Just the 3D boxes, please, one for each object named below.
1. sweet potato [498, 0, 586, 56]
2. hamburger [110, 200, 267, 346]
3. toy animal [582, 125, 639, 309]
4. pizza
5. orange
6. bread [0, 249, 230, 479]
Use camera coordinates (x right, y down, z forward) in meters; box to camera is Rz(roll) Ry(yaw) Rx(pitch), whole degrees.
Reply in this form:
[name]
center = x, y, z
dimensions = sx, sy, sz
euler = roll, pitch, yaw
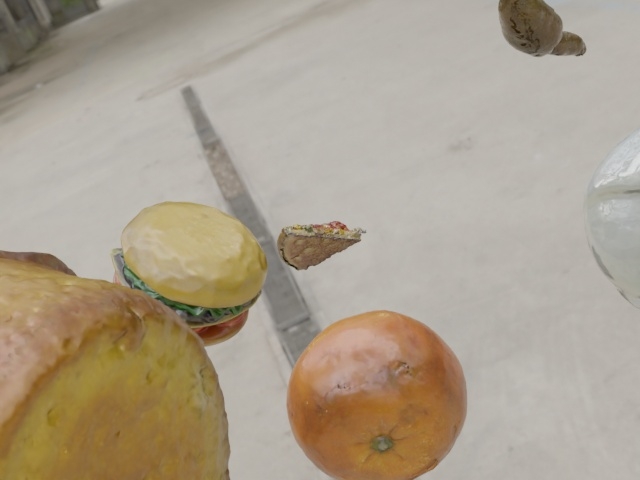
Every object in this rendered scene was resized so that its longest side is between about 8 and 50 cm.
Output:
[sweet potato]
center = 0.303, -0.288, 1.337
dimensions = 0.074, 0.075, 0.269
euler = -11, -14, 34
[hamburger]
center = -0.135, 0.034, 0.983
dimensions = 0.162, 0.115, 0.162
euler = 16, 32, -10
[toy animal]
center = 0.363, -0.016, 0.804
dimensions = 0.174, 0.249, 0.289
euler = -27, -16, -34
[pizza]
center = -0.014, 0.005, 1.085
dimensions = 0.100, 0.029, 0.099
euler = 2, -27, -25
[orange]
center = 0.086, 0.247, 1.508
dimensions = 0.283, 0.284, 0.226
euler = -22, 27, 6
[bread]
center = -0.179, 0.148, 0.563
dimensions = 0.172, 0.312, 0.312
euler = 5, 30, 23
